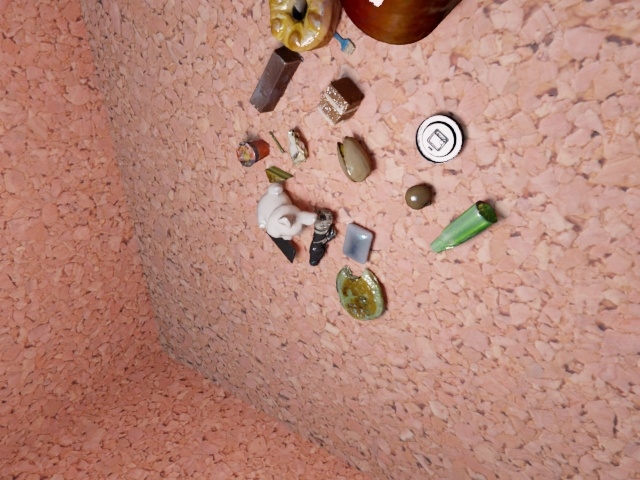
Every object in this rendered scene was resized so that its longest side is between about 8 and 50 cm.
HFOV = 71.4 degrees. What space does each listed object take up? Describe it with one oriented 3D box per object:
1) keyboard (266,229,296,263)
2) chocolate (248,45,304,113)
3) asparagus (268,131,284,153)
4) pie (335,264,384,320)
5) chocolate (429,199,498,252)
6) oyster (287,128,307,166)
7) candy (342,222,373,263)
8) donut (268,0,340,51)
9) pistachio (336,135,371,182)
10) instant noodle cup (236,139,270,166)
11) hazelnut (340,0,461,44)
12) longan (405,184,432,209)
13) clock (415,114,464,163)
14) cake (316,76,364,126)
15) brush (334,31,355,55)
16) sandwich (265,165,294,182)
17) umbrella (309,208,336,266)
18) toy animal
[{"bbox_3d":[-0.179,0.035,2.353,0.381,0.041,0.103,42,134,28],"label":"keyboard"},{"bbox_3d":[-0.207,-0.712,1.977,0.112,0.112,0.321,48,134,5],"label":"chocolate"},{"bbox_3d":[-0.214,-0.478,2.172,0.015,0.018,0.127,-34,90,9],"label":"asparagus"},{"bbox_3d":[0.194,0.263,2.204,0.302,0.067,0.302,19,124,31],"label":"pie"},{"bbox_3d":[0.544,-0.039,1.741,0.110,0.110,0.291,51,137,5],"label":"chocolate"},{"bbox_3d":[-0.110,-0.427,2.089,0.163,0.081,0.191,67,154,23],"label":"oyster"},{"bbox_3d":[0.172,0.014,2.085,0.138,0.071,0.174,28,126,26],"label":"candy"},{"bbox_3d":[-0.058,-0.891,1.706,0.317,0.150,0.299,-44,78,33],"label":"donut"},{"bbox_3d":[0.136,-0.340,1.887,0.129,0.131,0.206,-29,88,36],"label":"pistachio"},{"bbox_3d":[-0.326,-0.439,2.201,0.127,0.136,0.127,18,123,30],"label":"instant noodle cup"},{"bbox_3d":[0.247,-0.837,1.362,0.402,0.402,0.429,38,120,17],"label":"hazelnut"},{"bbox_3d":[0.397,-0.173,1.791,0.113,0.092,0.113,4,111,11],"label":"longan"},{"bbox_3d":[0.447,-0.381,1.673,0.184,0.040,0.184,18,122,31],"label":"clock"},{"bbox_3d":[0.077,-0.562,1.816,0.134,0.135,0.147,52,139,3],"label":"cake"},{"bbox_3d":[0.073,-0.802,1.769,0.164,0.014,0.051,48,132,9],"label":"brush"},{"bbox_3d":[-0.202,-0.333,2.201,0.116,0.074,0.074,-4,110,39],"label":"sandwich"},{"bbox_3d":[0.001,-0.004,2.202,0.357,0.106,0.113,102,153,-46],"label":"umbrella"},{"bbox_3d":[-0.169,-0.128,2.133,0.367,0.196,0.241,39,135,53],"label":"toy animal"}]
